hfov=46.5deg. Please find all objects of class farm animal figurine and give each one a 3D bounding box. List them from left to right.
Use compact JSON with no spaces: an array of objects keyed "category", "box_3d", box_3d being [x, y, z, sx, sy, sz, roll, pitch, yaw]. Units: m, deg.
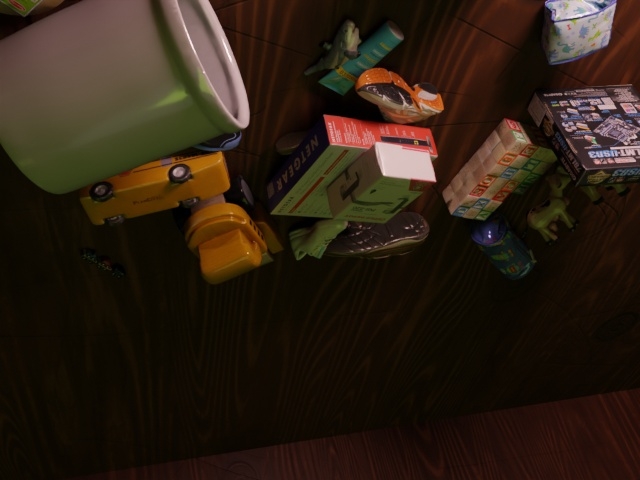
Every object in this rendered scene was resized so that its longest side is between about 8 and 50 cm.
[{"category":"farm animal figurine","box_3d":[0.699,-0.168,2.006,0.330,0.172,0.327,-45,-173,-40]}]

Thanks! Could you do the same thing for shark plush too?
[{"category":"shark plush","box_3d":[0.027,-0.415,1.617,0.067,0.073,0.161,38,142,-26]}]

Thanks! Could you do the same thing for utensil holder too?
[{"category":"utensil holder","box_3d":[-0.370,-0.288,1.378,0.385,0.328,0.327,-21,144,9]}]

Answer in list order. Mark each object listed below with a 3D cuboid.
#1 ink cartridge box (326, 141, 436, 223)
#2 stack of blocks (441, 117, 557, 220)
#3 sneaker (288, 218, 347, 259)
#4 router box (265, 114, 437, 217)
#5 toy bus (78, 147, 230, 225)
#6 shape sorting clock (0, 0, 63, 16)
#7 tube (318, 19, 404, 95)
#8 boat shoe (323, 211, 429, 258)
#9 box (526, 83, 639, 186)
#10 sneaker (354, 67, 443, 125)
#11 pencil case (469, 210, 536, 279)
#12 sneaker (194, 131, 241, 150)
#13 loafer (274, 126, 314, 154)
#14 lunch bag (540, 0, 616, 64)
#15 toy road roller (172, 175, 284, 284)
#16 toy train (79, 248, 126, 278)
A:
[{"category":"ink cartridge box","box_3d":[0.138,-0.128,1.734,0.158,0.092,0.218,4,154,-32]},{"category":"stack of blocks","box_3d":[0.493,-0.184,2.043,0.171,0.087,0.297,9,137,-30]},{"category":"sneaker","box_3d":[0.000,0.000,2.032,0.080,0.094,0.212,4,163,-41]},{"category":"router box","box_3d":[0.069,-0.167,1.831,0.301,0.082,0.335,3,153,-30]},{"category":"toy bus","box_3d":[-0.383,-0.141,1.725,0.332,0.130,0.108,-14,145,-4]},{"category":"shape sorting clock","box_3d":[-0.537,-0.478,1.299,0.206,0.040,0.206,-13,147,-8]},{"category":"tube","box_3d":[0.092,-0.400,1.646,0.080,0.052,0.207,24,133,-36]},{"category":"boat shoe","box_3d":[0.153,0.008,2.140,0.324,0.122,0.120,-6,146,-12]},{"category":"box","box_3d":[0.707,-0.265,1.847,0.295,0.293,0.073,-6,143,-15]},{"category":"sneaker","box_3d":[0.166,-0.314,1.727,0.262,0.099,0.121,7,148,-41]},{"category":"pencil case","box_3d":[0.572,0.019,2.311,0.133,0.119,0.306,-3,154,34]},{"category":"sneaker","box_3d":[-0.276,-0.263,1.649,0.232,0.081,0.090,6,144,-27]},{"category":"loafer","box_3d":[-0.037,-0.235,1.798,0.148,0.056,0.050,-16,138,0]},{"category":"lunch bag","box_3d":[0.583,-0.482,1.681,0.151,0.096,0.129,-8,144,5]},{"category":"toy road roller","box_3d":[-0.225,0.019,1.903,0.202,0.240,0.329,-22,143,8]},{"category":"toy train","box_3d":[-0.583,0.062,2.001,0.036,0.027,0.158,-32,141,15]}]
